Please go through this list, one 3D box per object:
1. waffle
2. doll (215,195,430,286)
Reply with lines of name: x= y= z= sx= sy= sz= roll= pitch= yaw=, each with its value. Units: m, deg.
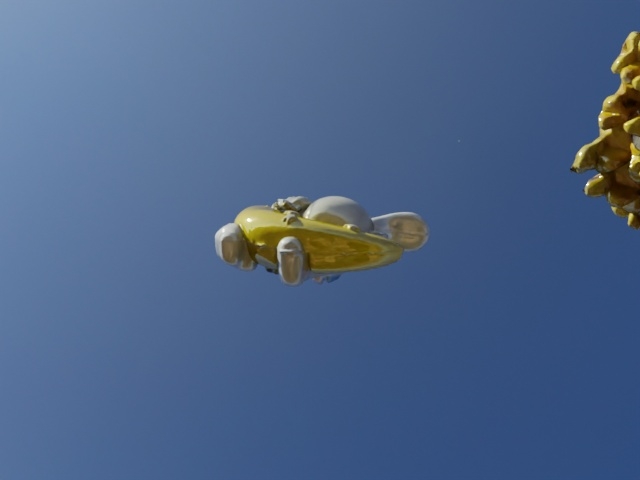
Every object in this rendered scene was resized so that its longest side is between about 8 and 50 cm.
waffle: x=0.284 y=-0.089 z=0.457 sx=0.193 sy=0.070 sz=0.197 roll=35 pitch=-93 yaw=-31
doll: x=0.000 y=0.000 z=0.806 sx=0.237 sy=0.252 sz=0.111 roll=2 pitch=-82 yaw=21
